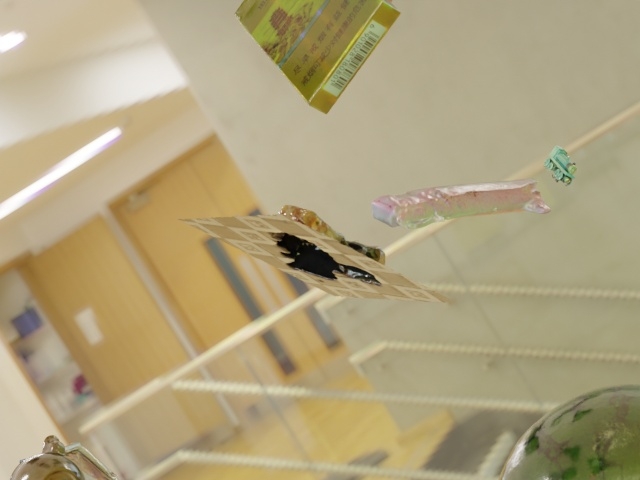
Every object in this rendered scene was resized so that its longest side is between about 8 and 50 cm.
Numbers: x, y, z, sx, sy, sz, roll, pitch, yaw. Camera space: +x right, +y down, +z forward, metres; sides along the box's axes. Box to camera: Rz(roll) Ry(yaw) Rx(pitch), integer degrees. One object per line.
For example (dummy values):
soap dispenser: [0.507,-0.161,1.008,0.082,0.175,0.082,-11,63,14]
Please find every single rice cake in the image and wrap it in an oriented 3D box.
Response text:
rice cake: [0.211,-0.055,2.159,0.290,0.051,0.081,-7,28,-30]

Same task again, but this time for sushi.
sushi: [0.000,0.000,2.260,0.320,0.339,0.069,-2,66,56]

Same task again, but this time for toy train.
toy train: [0.401,-0.123,2.445,0.045,0.029,0.092,-58,22,16]

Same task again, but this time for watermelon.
watermelon: [0.358,0.331,1.688,0.363,0.363,0.363,-32,2,1]

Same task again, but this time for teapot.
teapot: [-0.233,0.231,1.388,0.080,0.110,0.085,-18,55,63]

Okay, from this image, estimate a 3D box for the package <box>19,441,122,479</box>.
package: [-0.361,0.379,2.280,0.027,0.171,0.173,-57,-17,13]

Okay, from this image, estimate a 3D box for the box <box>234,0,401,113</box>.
box: [-0.008,-0.222,1.442,0.121,0.030,0.193,-52,40,15]

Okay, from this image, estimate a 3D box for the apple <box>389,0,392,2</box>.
apple: [0.053,-0.445,2.338,0.199,0.199,0.199,-32,2,1]
